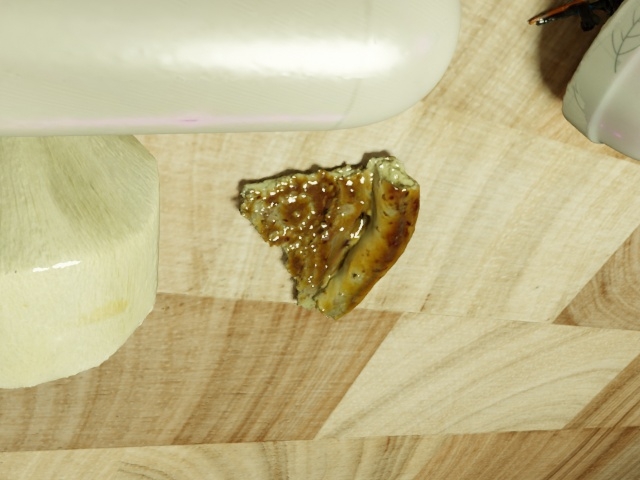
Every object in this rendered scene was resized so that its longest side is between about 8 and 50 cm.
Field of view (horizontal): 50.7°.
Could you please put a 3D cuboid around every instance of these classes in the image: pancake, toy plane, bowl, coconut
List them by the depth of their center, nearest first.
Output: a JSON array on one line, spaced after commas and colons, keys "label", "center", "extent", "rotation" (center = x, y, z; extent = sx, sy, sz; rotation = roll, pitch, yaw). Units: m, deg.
[{"label": "coconut", "center": [-0.251, -0.019, 0.555], "extent": [0.237, 0.237, 0.266], "rotation": [-9, 133, -17]}, {"label": "bowl", "center": [0.413, -0.186, 0.707], "extent": [0.287, 0.144, 0.287], "rotation": [-29, 156, -14]}, {"label": "toy plane", "center": [0.321, -0.253, 0.723], "extent": [0.188, 0.062, 0.135], "rotation": [-25, 160, 2]}, {"label": "pancake", "center": [0.000, 0.000, 0.823], "extent": [0.244, 0.057, 0.266], "rotation": [15, 125, -34]}]

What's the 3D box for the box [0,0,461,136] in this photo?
[{"label": "box", "center": [-0.105, -0.172, 0.434], "extent": [0.349, 0.289, 0.141], "rotation": [-5, 127, -20]}]
